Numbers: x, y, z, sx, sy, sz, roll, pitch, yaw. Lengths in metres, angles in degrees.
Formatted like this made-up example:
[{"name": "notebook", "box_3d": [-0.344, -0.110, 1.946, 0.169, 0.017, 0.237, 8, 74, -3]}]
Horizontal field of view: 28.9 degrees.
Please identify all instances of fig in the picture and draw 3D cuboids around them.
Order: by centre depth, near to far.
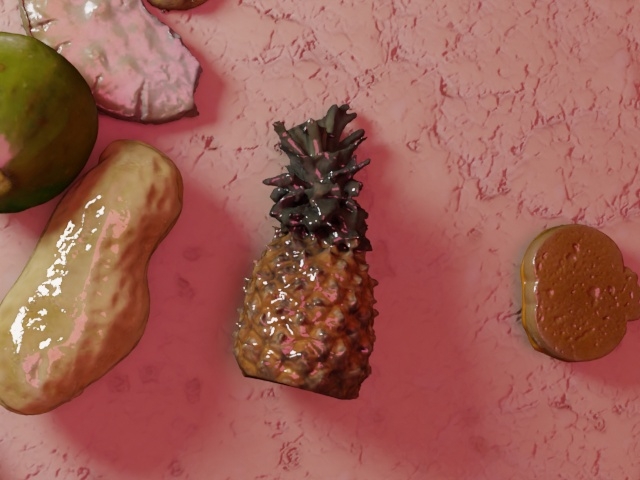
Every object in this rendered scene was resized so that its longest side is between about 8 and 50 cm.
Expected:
[{"name": "fig", "box_3d": [-0.325, -0.115, 1.284, 0.181, 0.191, 0.181, -3, 127, -4]}]

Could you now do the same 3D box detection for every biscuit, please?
[{"name": "biscuit", "box_3d": [-0.249, -0.232, 1.368, 0.141, 0.038, 0.290, -40, 100, -11]}, {"name": "biscuit", "box_3d": [0.313, 0.065, 1.516, 0.170, 0.050, 0.170, 1, 87, -23]}]

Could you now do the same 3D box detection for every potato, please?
[{"name": "potato", "box_3d": [-0.148, -0.281, 1.395, 0.093, 0.036, 0.037, -20, 92, -15]}]

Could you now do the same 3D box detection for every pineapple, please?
[{"name": "pineapple", "box_3d": [0.000, 0.000, 1.384, 0.169, 0.169, 0.340, 12, 81, -15]}]

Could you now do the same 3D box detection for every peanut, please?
[{"name": "peanut", "box_3d": [-0.243, 0.044, 1.328, 0.147, 0.147, 0.319, 30, 78, -13]}]
